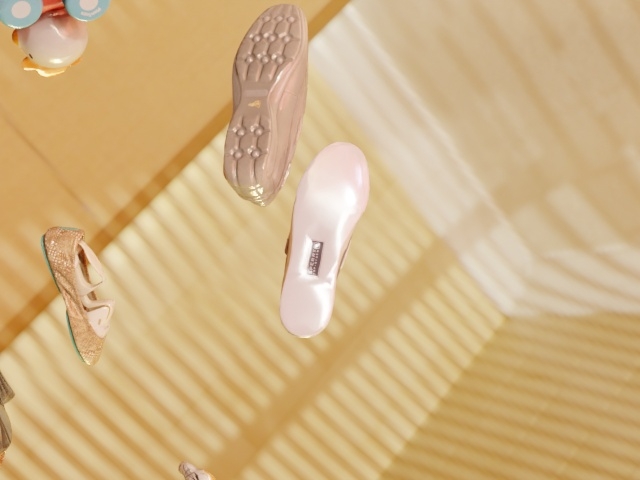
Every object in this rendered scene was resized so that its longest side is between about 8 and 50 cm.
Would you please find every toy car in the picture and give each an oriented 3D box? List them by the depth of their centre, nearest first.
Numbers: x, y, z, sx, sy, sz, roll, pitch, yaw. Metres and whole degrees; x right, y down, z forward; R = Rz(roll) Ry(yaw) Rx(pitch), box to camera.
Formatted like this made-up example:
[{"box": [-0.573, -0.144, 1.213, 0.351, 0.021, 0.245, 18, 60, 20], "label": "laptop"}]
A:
[{"box": [-0.452, -0.355, 2.357, 0.219, 0.210, 0.238, -124, -149, -45], "label": "toy car"}]

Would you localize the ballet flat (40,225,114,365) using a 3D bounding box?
[{"box": [-0.319, 0.075, 2.001, 0.067, 0.073, 0.206, -11, -67, 13], "label": "ballet flat"}]

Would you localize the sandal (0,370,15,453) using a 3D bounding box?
[{"box": [-0.371, 0.144, 1.489, 0.120, 0.086, 0.303, 65, -6, -14], "label": "sandal"}]

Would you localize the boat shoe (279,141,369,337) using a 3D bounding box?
[{"box": [0.000, 0.000, 2.233, 0.108, 0.301, 0.102, 11, -3, -6], "label": "boat shoe"}]

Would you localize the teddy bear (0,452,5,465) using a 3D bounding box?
[{"box": [-0.495, 0.271, 1.900, 0.113, 0.245, 0.338, 16, 0, -21], "label": "teddy bear"}]

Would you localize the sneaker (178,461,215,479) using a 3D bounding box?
[{"box": [-0.200, 0.369, 2.281, 0.083, 0.037, 0.032, 10, -31, 51], "label": "sneaker"}]

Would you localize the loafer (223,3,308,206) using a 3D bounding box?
[{"box": [-0.076, -0.203, 2.189, 0.112, 0.319, 0.111, 5, -24, 19], "label": "loafer"}]
